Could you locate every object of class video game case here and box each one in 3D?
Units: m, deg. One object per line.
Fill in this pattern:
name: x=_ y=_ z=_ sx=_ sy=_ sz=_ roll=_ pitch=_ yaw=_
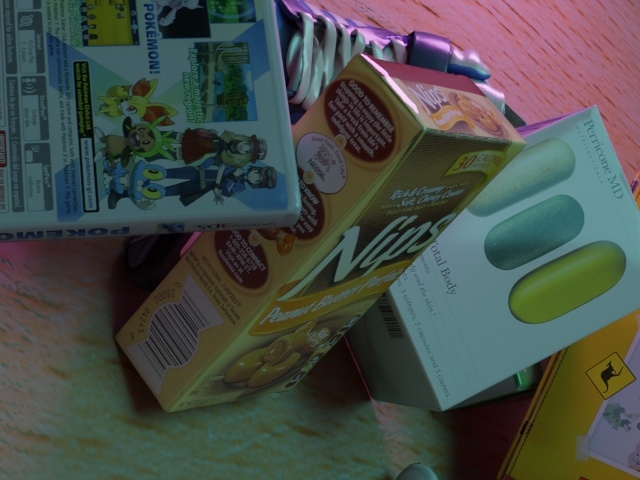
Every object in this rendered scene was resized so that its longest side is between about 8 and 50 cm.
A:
video game case: x=-0.180 y=-0.156 z=0.957 sx=0.299 sy=0.036 sz=0.329 roll=-3 pitch=67 yaw=-12

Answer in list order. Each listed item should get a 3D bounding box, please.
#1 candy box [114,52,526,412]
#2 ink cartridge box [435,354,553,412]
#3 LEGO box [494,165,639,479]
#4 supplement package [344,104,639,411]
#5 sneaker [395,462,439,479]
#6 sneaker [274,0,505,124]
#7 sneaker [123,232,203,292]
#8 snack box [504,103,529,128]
candy box: x=0.000 y=0.000 z=1.058 sx=0.087 sy=0.316 sz=0.183 roll=52 pitch=25 yaw=20
ink cartridge box: x=0.219 y=0.085 z=1.551 sx=0.278 sy=0.117 sz=0.201 roll=4 pitch=68 yaw=-56
LEGO box: x=0.448 y=0.171 z=1.393 sx=0.500 sy=0.372 sz=0.193 roll=-62 pitch=146 yaw=-14
supplement package: x=0.154 y=0.017 z=1.292 sx=0.262 sy=0.198 sz=0.199 roll=-25 pitch=94 yaw=-16
sneaker: x=0.063 y=0.266 z=1.242 sx=0.083 sy=0.071 sz=0.191 roll=52 pitch=34 yaw=-16
sneaker: x=0.048 y=-0.155 z=1.222 sx=0.322 sy=0.236 sz=0.130 roll=12 pitch=87 yaw=-63
sneaker: x=-0.083 y=0.000 z=1.159 sx=0.132 sy=0.086 sz=0.229 roll=57 pitch=31 yaw=-24
snack box: x=0.215 y=-0.119 z=1.622 sx=0.322 sy=0.060 sz=0.187 roll=33 pitch=3 yaw=-45
